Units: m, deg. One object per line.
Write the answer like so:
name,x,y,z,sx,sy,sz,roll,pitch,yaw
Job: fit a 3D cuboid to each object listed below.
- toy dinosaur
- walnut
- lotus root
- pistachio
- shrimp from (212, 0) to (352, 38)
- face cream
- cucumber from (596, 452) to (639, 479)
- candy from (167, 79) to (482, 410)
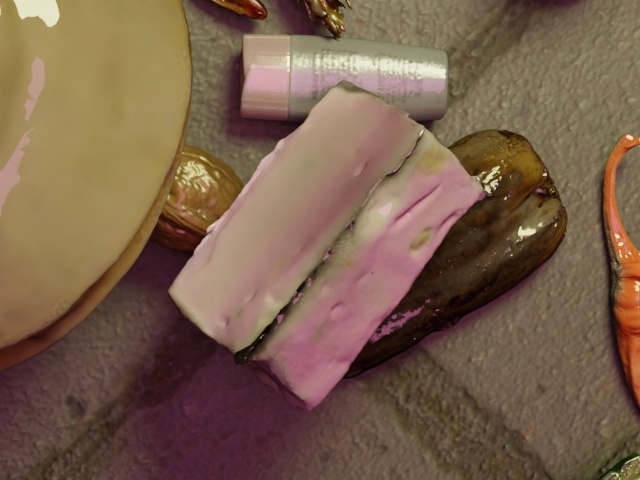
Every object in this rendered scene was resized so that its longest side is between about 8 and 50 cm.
toy dinosaur,0.320,0.038,1.206,0.101,0.055,0.279,5,93,18
walnut,-0.122,-0.037,1.150,0.124,0.105,0.105,37,87,-19
lotus root,0.087,0.017,1.177,0.329,0.078,0.167,-35,91,-4
pistachio,-0.301,-0.096,1.041,0.365,0.281,0.445,29,84,7
shrimp,-0.067,-0.272,1.173,0.133,0.053,0.236,-40,90,-5
face cream,0.021,-0.152,1.181,0.198,0.057,0.084,3,88,-3
cucumber,0.251,0.342,1.181,0.145,0.105,0.325,29,85,-2
candy,0.000,0.000,1.088,0.265,0.155,0.116,-53,131,-4
